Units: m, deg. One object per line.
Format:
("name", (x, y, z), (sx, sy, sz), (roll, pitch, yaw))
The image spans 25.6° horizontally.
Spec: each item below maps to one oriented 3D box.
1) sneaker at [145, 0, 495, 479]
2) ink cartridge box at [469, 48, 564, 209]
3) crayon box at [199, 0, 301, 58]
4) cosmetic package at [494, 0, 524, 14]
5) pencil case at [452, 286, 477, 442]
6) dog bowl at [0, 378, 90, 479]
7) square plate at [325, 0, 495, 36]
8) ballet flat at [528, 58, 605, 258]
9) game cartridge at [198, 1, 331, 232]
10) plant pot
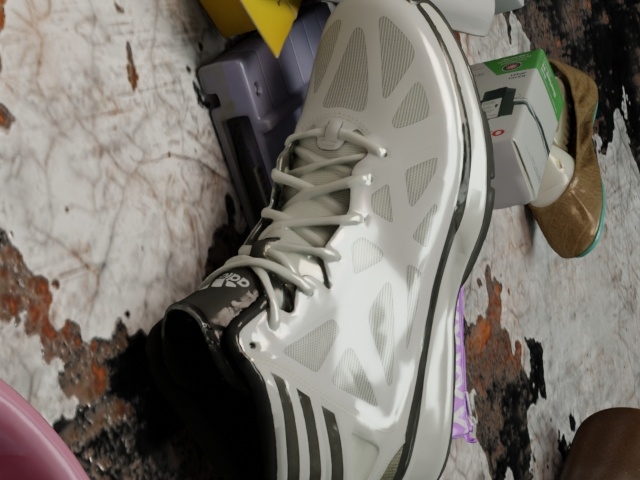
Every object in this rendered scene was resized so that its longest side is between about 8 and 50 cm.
("sneaker", (0.001, 0.000, 1.118), (0.257, 0.169, 0.447), (6, 85, -52))
("ink cartridge box", (0.185, -0.122, 1.629), (0.087, 0.153, 0.208), (65, 29, -28))
("crayon box", (-0.076, -0.327, 1.243), (0.202, 0.081, 0.318), (57, 34, -37))
("cosmetic package", (0.142, -0.485, 1.609), (0.284, 0.097, 0.377), (37, 50, -51))
("pencil case", (0.105, 0.097, 1.350), (0.086, 0.088, 0.206), (-4, 92, -69))
("dog bowl", (-0.238, 0.201, 0.555), (0.408, 0.150, 0.408), (15, 70, -48))
("square plate", (0.053, -0.378, 1.299), (0.344, 0.049, 0.347), (1, 79, -51))
("ballet flat", (0.336, -0.132, 2.012), (0.124, 0.116, 0.342), (35, 47, -29))
("game cartridge", (0.006, -0.033, 1.345), (0.230, 0.068, 0.355), (-43, 120, -55))
("plant pot", (0.388, 0.373, 1.853), (0.230, 0.215, 0.215), (-45, 123, -43))
